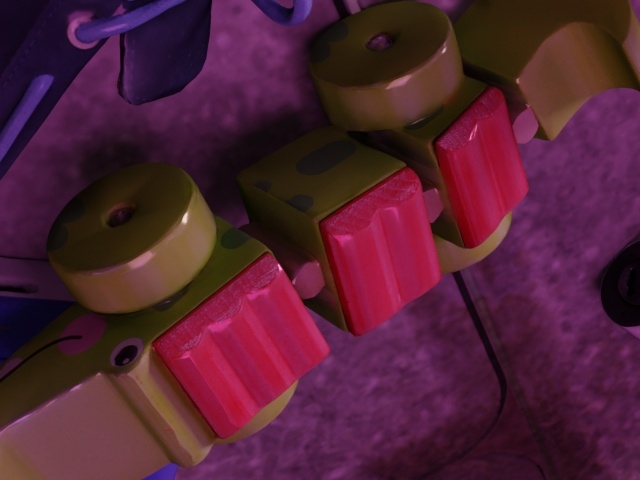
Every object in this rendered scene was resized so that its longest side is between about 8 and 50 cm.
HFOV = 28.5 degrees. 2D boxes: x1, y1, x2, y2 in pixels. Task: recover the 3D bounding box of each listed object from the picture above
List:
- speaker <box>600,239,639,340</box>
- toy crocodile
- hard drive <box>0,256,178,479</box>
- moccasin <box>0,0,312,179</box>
[{"bbox_3d":[0.215,0.051,0.702,0.136,0.055,0.055,33,106,-33],"label":"speaker"},{"bbox_3d":[0.000,0.000,0.529,0.340,0.105,0.115,-37,128,-18],"label":"toy crocodile"},{"bbox_3d":[-0.188,0.152,0.624,0.210,0.040,0.319,6,119,-24],"label":"hard drive"},{"bbox_3d":[-0.085,-0.101,0.454,0.342,0.138,0.117,-38,113,22],"label":"moccasin"}]
